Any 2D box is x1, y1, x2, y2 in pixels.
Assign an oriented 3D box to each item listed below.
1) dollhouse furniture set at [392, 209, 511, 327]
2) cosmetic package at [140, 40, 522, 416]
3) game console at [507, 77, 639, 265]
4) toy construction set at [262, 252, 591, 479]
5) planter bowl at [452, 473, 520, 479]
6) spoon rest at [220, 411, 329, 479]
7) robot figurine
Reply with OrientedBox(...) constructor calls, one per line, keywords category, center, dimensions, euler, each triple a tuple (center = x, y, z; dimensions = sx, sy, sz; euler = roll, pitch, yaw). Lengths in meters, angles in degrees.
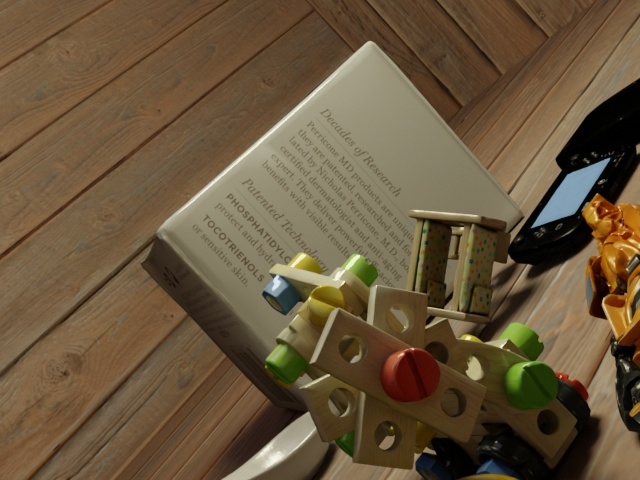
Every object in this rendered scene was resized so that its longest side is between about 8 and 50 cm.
OrientedBox(category="dollhouse furniture set", center=(0.169, 0.071, 0.947), dimensions=(0.101, 0.161, 0.182), euler=(7, 86, 40))
OrientedBox(category="cosmetic package", center=(0.000, 0.000, 1.237), dimensions=(0.393, 0.327, 0.329), euler=(-44, 5, -18))
OrientedBox(category="game console", center=(0.338, -0.101, 0.993), dimensions=(0.361, 0.044, 0.213), euler=(-48, 6, -35))
OrientedBox(category="toy construction set", center=(0.060, 0.091, 0.617), dimensions=(0.151, 0.215, 0.327), euler=(-45, 5, -8))
OrientedBox(category="planter bowl", center=(0.047, 0.218, 0.382), dimensions=(0.217, 0.090, 0.217), euler=(-43, 5, 4))
OrientedBox(category="spoon rest", center=(-0.086, 0.285, 0.950), dimensions=(0.276, 0.084, 0.137), euler=(-47, 6, -28))
OrientedBox(category="robot figurine", center=(0.241, 0.001, 0.546), dimensions=(0.211, 0.085, 0.291), euler=(-58, -2, 23))
